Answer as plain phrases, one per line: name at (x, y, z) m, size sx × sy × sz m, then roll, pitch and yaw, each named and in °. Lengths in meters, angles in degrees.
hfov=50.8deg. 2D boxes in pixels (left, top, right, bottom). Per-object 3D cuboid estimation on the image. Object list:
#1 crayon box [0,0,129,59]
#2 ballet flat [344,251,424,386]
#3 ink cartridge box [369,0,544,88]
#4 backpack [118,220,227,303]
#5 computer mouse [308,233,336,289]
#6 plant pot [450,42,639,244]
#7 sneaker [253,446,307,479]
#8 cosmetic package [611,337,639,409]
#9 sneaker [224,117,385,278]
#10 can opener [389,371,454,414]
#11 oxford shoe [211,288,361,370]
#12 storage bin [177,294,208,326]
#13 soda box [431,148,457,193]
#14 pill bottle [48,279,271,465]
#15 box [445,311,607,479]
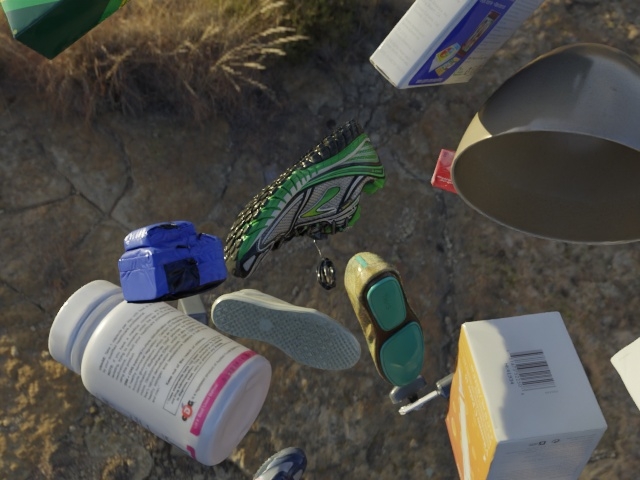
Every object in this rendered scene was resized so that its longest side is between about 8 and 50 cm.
crayon box at (-0.482, -0.581, 1.275) m, size 0.313 × 0.106 × 0.362 m, roll -33°, pitch 70°, yaw 12°
ballet flat at (0.125, 0.152, 1.322) m, size 0.123 × 0.348 × 0.123 m, roll -11°, pitch 44°, yaw 11°
ink cartridge box at (0.230, -0.324, 0.837) m, size 0.072 × 0.307 × 0.304 m, roll 47°, pitch 29°, yaw 11°
backpack at (-0.181, 0.026, 0.857) m, size 0.120 × 0.098 × 0.101 m, roll -9°, pitch 96°, yaw -44°
computer mouse at (0.000, 0.000, 1.405) m, size 0.071 × 0.041 × 0.242 m, roll 24°, pitch 37°, yaw -41°
plant pot at (0.331, -0.141, 0.879) m, size 0.284 × 0.284 × 0.190 m, roll 16°, pitch 70°, yaw 5°
sneaker at (-0.139, 0.663, 1.677) m, size 0.319 × 0.112 × 0.131 m, roll -47°, pitch 26°, yaw -2°
cosmetic package at (0.575, 0.277, 0.852) m, size 0.385 × 0.156 × 0.217 m, roll 40°, pitch 20°, yaw -17°
sneaker at (-0.014, -0.053, 1.081) m, size 0.343 × 0.134 × 0.146 m, roll -43°, pitch 99°, yaw -25°
can opener at (0.313, 0.356, 1.731) m, size 0.284 × 0.076 × 0.095 m, roll -31°, pitch 82°, yaw 2°
oxford shoe at (-0.094, 0.250, 1.968) m, size 0.450 × 0.169 × 0.130 m, roll 18°, pitch 11°, yaw 0°
storage bin at (-0.335, 0.201, 1.729) m, size 0.098 × 0.091 × 0.135 m, roll -4°, pitch 25°, yaw -21°
soda box at (0.391, -0.127, 1.518) m, size 0.264 × 0.092 × 0.083 m, roll 20°, pitch 13°, yaw 18°
pill bottle at (-0.225, 0.174, 0.942) m, size 0.283 × 0.160 × 0.160 m, roll 26°, pitch 56°, yaw 17°
box at (0.333, 0.314, 1.164) m, size 0.169 × 0.345 × 0.214 m, roll -7°, pitch 48°, yaw -1°
